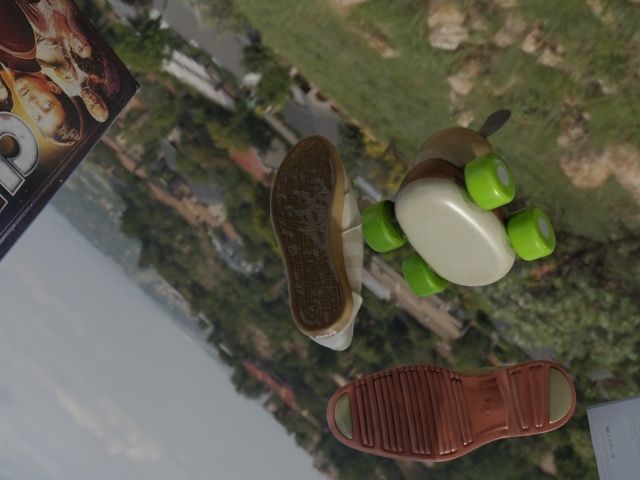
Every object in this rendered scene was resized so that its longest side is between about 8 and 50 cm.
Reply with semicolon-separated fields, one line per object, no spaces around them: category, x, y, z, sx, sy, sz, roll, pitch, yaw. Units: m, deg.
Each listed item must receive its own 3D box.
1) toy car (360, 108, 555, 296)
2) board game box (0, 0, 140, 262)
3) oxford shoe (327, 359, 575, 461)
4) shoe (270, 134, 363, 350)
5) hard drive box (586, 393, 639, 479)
toy car;0.150;-0.059;0.935;0.155;0.188;0.149;-23;124;35
board game box;-0.199;-0.067;0.419;0.042;0.243;0.165;-18;123;33
oxford shoe;0.187;0.262;1.359;0.397;0.140;0.146;1;168;-19
shoe;0.000;0.000;0.818;0.058;0.077;0.219;45;-146;-50
hard drive box;0.453;0.271;1.087;0.089;0.181;0.232;2;161;-28
